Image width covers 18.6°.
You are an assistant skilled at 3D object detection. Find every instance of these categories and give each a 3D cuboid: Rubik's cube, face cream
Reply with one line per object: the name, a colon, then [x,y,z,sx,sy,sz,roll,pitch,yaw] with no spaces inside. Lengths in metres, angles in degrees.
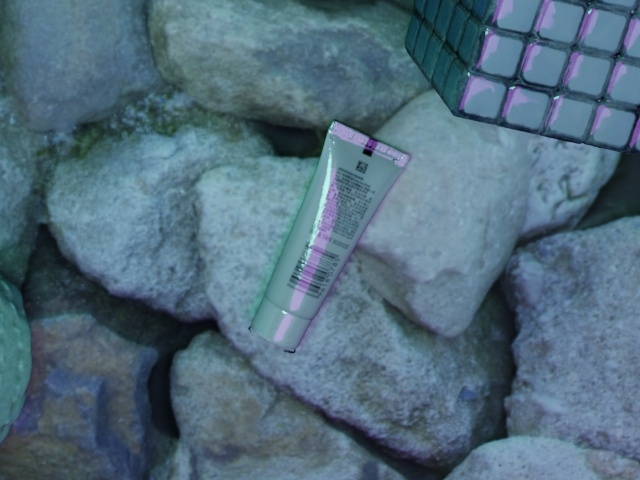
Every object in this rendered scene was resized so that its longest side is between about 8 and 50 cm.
Rubik's cube: [0.238,-0.239,1.893,0.238,0.237,0.237,10,110,-17]
face cream: [0.000,0.000,2.049,0.092,0.058,0.243,24,101,-15]

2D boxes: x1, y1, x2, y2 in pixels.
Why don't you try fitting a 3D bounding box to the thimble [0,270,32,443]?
thimble: [-0.407,0.127,1.912,0.172,0.205,0.250,9,111,-53]
